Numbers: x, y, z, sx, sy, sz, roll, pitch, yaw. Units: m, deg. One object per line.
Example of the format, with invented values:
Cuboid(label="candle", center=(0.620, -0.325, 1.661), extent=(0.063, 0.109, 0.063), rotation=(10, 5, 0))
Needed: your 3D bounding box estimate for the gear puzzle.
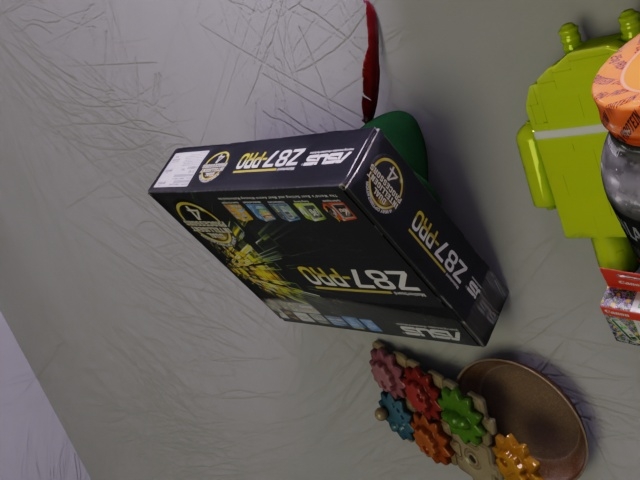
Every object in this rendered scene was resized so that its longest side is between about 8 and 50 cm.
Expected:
Cuboid(label="gear puzzle", center=(0.177, 0.270, 1.133), extent=(0.339, 0.044, 0.176), rotation=(22, 132, 53))

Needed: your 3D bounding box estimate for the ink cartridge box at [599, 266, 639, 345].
Cuboid(label="ink cartridge box", center=(0.334, 0.075, 0.860), extent=(0.062, 0.029, 0.115), rotation=(11, 152, 41))

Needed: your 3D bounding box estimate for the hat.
Cuboid(label="hat", center=(0.101, -0.142, 1.016), extent=(0.172, 0.184, 0.208), rotation=(21, 159, 15))

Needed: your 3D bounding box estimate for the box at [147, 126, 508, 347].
Cuboid(label="box", center=(0.000, 0.000, 1.063), extent=(0.394, 0.097, 0.318), rotation=(2, 146, 46))

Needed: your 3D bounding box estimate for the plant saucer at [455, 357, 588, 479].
Cuboid(label="plant saucer", center=(0.269, 0.235, 1.075), extent=(0.198, 0.036, 0.199), rotation=(27, 133, 34))

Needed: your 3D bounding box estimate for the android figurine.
Cuboid(label="android figurine", center=(0.304, -0.089, 0.801), extent=(0.248, 0.056, 0.273), rotation=(-3, 115, 49))

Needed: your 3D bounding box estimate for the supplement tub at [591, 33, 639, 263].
Cuboid(label="supplement tub", center=(0.354, -0.010, 0.627), extent=(0.207, 0.207, 0.338), rotation=(-8, 122, 49))
